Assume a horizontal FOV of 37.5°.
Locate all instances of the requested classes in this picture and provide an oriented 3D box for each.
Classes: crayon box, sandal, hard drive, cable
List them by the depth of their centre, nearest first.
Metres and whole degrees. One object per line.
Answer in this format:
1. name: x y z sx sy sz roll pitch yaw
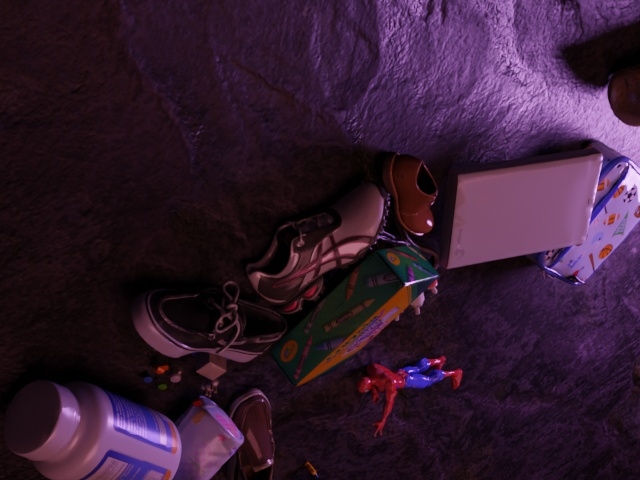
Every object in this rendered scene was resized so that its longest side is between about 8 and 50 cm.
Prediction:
1. sandal: 0.042 0.022 1.631 0.179 0.040 0.067 -55 179 27
2. crayon box: 0.059 0.127 1.635 0.278 0.081 0.165 -45 163 23
3. cable: 0.162 0.022 1.725 0.139 0.072 0.287 -35 141 -16
4. hard drive: 0.380 -0.062 1.795 0.307 0.040 0.203 -10 123 -18

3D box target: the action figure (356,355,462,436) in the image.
1. action figure: 0.167 0.321 1.979 0.280 0.091 0.139 5 112 -44

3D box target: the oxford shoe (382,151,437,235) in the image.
1. oxford shoe: 0.169 -0.071 1.629 0.212 0.076 0.076 58 45 -53

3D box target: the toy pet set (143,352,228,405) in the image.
1. toy pet set: -0.214 0.206 1.578 0.114 0.065 0.122 -36 129 26

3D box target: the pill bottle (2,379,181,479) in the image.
1. pill bottle: -0.351 0.306 1.457 0.152 0.152 0.272 -47 141 2

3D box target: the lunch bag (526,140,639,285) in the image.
1. lunch bag: 0.552 -0.048 1.982 0.243 0.115 0.303 26 104 -48

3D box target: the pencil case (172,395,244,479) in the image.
1. pencil case: -0.263 0.398 1.651 0.273 0.113 0.124 -44 107 -1

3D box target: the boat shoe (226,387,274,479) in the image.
1. boat shoe: -0.119 0.390 1.783 0.095 0.095 0.257 -22 136 -26

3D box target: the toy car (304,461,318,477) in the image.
1. toy car: -0.028 0.534 2.039 0.060 0.040 0.122 -31 140 -17

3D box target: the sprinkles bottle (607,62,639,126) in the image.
1. sprinkles bottle: 0.737 -0.334 1.880 0.355 0.121 0.121 -23 137 -25

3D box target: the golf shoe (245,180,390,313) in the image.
1. golf shoe: 0.000 0.000 1.539 0.273 0.105 0.120 -47 135 2

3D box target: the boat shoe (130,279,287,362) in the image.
1. boat shoe: -0.162 0.125 1.472 0.105 0.113 0.306 -31 148 23
